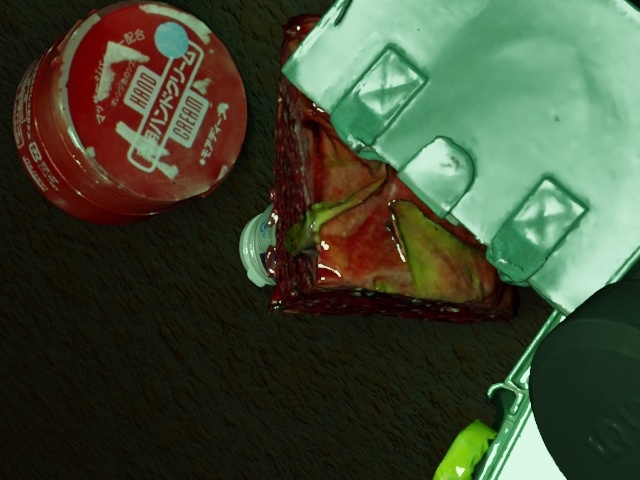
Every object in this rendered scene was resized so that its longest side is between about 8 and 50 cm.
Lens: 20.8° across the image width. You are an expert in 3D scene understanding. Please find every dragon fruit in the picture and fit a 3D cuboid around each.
[{"bbox_3d":[0.018,-0.061,1.574,0.240,0.302,0.330,-24,76,15],"label":"dragon fruit"}]

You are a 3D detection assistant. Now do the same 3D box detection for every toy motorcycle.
[{"bbox_3d":[0.252,0.159,1.551,0.191,0.326,0.200,27,175,19],"label":"toy motorcycle"}]

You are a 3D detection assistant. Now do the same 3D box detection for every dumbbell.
[{"bbox_3d":[0.324,0.067,1.301,0.204,0.322,0.203,31,141,30],"label":"dumbbell"}]

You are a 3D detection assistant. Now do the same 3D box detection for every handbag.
[{"bbox_3d":[0.159,-0.113,1.405,0.326,0.238,0.089,41,180,10],"label":"handbag"}]

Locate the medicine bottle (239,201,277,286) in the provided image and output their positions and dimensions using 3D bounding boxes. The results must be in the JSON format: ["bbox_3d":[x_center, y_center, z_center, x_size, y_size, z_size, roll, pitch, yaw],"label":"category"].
[{"bbox_3d":[0.000,0.000,1.824,0.191,0.107,0.107,-9,112,53],"label":"medicine bottle"}]

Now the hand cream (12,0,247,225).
[{"bbox_3d":[-0.205,-0.132,1.852,0.149,0.230,0.230,-19,104,54],"label":"hand cream"}]

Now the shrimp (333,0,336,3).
[{"bbox_3d":[0.037,-0.314,1.500,0.173,0.058,0.253,60,151,27],"label":"shrimp"}]
